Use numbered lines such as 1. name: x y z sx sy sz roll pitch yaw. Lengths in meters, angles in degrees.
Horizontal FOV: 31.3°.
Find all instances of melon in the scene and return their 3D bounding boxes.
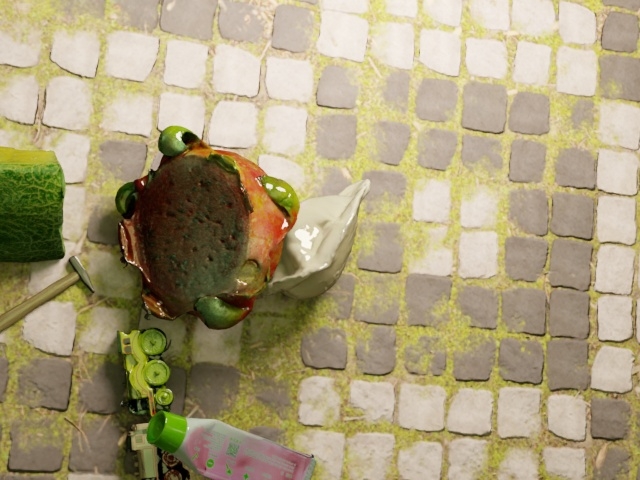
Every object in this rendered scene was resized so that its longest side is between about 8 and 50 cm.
1. melon: -0.514 -0.065 1.588 0.324 0.196 0.124 7 46 -7

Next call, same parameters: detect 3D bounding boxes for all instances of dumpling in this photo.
1. dumpling: 0.000 0.000 1.689 0.252 0.179 0.131 -43 96 -16

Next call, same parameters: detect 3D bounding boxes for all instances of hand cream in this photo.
1. hand cream: -0.124 0.313 1.658 0.275 0.050 0.079 28 101 -30

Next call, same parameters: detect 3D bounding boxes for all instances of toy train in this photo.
1. toy train: -0.245 0.249 1.656 0.085 0.053 0.249 -8 86 -9

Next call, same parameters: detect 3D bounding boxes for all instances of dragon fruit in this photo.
1. dragon fruit: -0.169 -0.020 1.642 0.268 0.130 0.295 -3 94 25

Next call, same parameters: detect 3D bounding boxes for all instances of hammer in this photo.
1. hammer: -0.421 0.099 1.644 0.199 0.013 0.062 -34 92 -17
